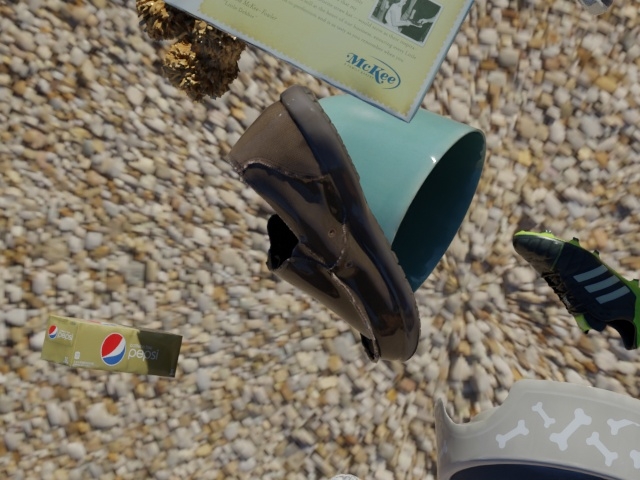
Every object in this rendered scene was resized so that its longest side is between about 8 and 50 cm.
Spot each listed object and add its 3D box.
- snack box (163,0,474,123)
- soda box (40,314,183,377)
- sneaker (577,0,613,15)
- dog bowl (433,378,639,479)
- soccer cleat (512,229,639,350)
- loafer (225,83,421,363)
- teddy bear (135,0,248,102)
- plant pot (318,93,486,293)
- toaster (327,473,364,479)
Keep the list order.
[{"bbox_3d":[-0.023,-0.254,1.136,0.322,0.060,0.187,25,99,-14],"label":"snack box"},{"bbox_3d":[-0.260,0.135,1.677,0.061,0.181,0.058,9,87,40],"label":"soda box"},{"bbox_3d":[0.371,-0.472,1.789,0.148,0.131,0.350,-21,63,28],"label":"sneaker"},{"bbox_3d":[0.310,0.295,1.728,0.348,0.349,0.102,9,64,6],"label":"dog bowl"},{"bbox_3d":[0.267,0.050,1.346,0.179,0.060,0.072,29,72,-15],"label":"soccer cleat"},{"bbox_3d":[0.000,0.000,1.453,0.130,0.134,0.366,-27,121,-1],"label":"loafer"},{"bbox_3d":[-0.075,-0.300,1.453,0.338,0.113,0.245,-18,74,32],"label":"teddy bear"},{"bbox_3d":[0.070,-0.082,1.960,0.235,0.293,0.293,29,91,20],"label":"plant pot"},{"bbox_3d":[0.065,0.325,1.280,0.146,0.227,0.129,34,95,-36],"label":"toaster"}]
